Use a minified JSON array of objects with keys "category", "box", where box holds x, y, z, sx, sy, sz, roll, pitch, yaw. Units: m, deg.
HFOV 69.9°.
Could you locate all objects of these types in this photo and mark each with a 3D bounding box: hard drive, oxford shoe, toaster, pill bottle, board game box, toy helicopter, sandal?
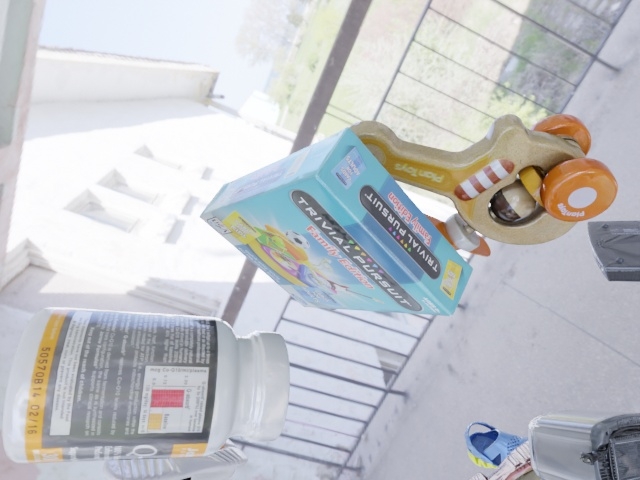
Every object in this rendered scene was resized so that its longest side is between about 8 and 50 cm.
[{"category":"hard drive","box":[0.738,0.022,1.088,0.255,0.171,0.054,-52,-44,-57]},{"category":"oxford shoe","box":[0.433,0.506,0.939,0.348,0.130,0.123,-36,-17,8]},{"category":"toaster","box":[0.453,0.348,0.754,0.146,0.226,0.129,151,119,-62]},{"category":"pill bottle","box":[-0.186,0.166,0.532,0.162,0.278,0.162,-172,90,-71]},{"category":"board game box","box":[0.000,0.000,0.658,0.336,0.254,0.079,-8,44,55]},{"category":"toy helicopter","box":[0.193,-0.076,0.648,0.140,0.354,0.235,-80,6,-46]},{"category":"sandal","box":[0.538,0.602,1.310,0.317,0.138,0.126,-13,32,48]},{"category":"sandal","box":[-0.222,0.348,0.693,0.102,0.265,0.076,25,89,33]}]
